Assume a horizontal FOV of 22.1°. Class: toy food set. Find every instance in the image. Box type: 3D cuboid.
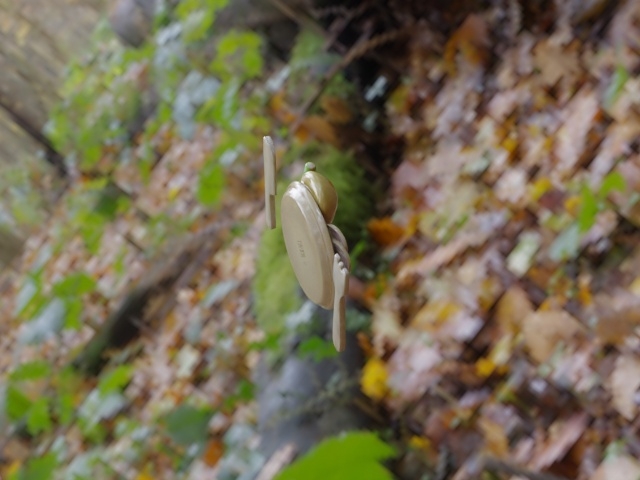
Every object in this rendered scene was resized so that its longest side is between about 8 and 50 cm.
[{"bbox_3d":[0.000,0.000,1.506,0.038,0.192,0.132,-16,-41,-16],"label":"toy food set"}]

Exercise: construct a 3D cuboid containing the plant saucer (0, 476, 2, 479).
[{"bbox_3d":[-0.425,0.251,1.543,0.258,0.259,0.048,-22,-11,-4],"label":"plant saucer"}]
